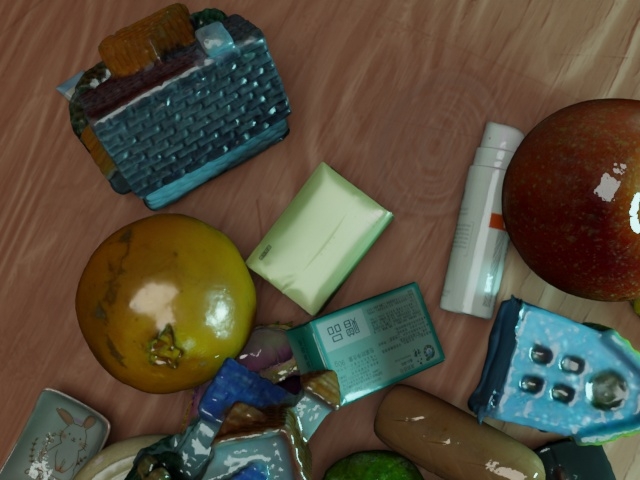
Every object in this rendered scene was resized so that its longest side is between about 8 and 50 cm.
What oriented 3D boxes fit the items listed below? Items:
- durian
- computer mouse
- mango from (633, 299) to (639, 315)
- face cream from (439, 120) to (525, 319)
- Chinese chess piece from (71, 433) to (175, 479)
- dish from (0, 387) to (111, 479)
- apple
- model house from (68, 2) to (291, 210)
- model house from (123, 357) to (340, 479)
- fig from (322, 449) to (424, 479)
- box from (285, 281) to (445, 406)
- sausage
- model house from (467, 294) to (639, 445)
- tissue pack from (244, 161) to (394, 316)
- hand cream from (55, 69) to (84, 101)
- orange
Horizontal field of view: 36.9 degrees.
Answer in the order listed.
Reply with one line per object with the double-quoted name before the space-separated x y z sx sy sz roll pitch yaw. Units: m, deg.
"durian" -0.121 0.246 1.712 0.260 0.154 0.187 -18 64 7
"computer mouse" 0.444 0.479 1.659 0.170 0.100 0.269 -21 86 2
"mango" 0.671 0.147 1.649 0.262 0.109 0.157 31 94 8
"face cream" 0.293 -0.038 1.697 0.101 0.102 0.346 13 90 6
"Chinese chess piece" -0.291 0.507 1.672 0.337 0.140 0.338 0 89 -12
"dish" -0.479 0.389 1.760 0.151 0.077 0.212 27 90 8
"apple" 0.480 -0.068 1.571 0.348 0.277 0.349 -2 97 -20
"model house" -0.261 -0.253 1.618 0.360 0.339 0.297 -28 86 -5
"model house" -0.116 0.312 1.458 0.251 0.295 0.329 35 95 -2
"fig" 0.086 0.457 1.627 0.203 0.235 0.203 -1 85 9
"box" 0.079 0.181 1.648 0.244 0.092 0.153 -16 83 -35
"sausage" 0.237 0.354 1.643 0.304 0.121 0.121 25 90 21
"model house" 0.423 0.226 1.608 0.303 0.237 0.216 13 90 4
"tissue pack" 0.000 0.000 1.709 0.159 0.125 0.234 38 92 6
"hand cream" -0.421 -0.240 1.801 0.065 0.043 0.171 -37 84 -18
"orange" -0.262 0.106 1.643 0.312 0.312 0.312 0 87 5
